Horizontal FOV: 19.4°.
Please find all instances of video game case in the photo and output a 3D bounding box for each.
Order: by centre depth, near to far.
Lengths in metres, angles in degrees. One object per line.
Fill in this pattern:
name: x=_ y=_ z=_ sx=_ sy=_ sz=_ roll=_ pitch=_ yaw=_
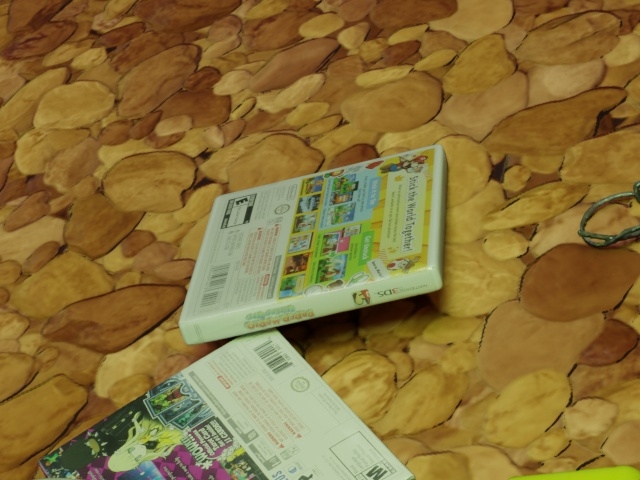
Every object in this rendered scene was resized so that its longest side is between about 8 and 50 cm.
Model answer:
video game case: x=-0.069 y=0.175 z=1.344 sx=0.210 sy=0.042 sz=0.232 roll=-31 pitch=37 yaw=-13
video game case: x=0.000 y=0.000 z=1.510 sx=0.206 sy=0.026 sz=0.227 roll=-13 pitch=25 yaw=11

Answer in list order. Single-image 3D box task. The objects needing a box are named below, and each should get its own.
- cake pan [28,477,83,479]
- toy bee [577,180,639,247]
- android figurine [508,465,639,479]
cake pan: x=-0.216 y=0.290 z=1.225 sx=0.293 sy=0.054 sz=0.293 roll=-20 pitch=41 yaw=18
toy bee: x=0.313 y=-0.044 z=1.334 sx=0.298 sy=0.162 sz=0.195 roll=-8 pitch=40 yaw=18
android figurine: x=0.163 y=0.232 z=1.145 sx=0.272 sy=0.056 sz=0.248 roll=-11 pitch=37 yaw=15
